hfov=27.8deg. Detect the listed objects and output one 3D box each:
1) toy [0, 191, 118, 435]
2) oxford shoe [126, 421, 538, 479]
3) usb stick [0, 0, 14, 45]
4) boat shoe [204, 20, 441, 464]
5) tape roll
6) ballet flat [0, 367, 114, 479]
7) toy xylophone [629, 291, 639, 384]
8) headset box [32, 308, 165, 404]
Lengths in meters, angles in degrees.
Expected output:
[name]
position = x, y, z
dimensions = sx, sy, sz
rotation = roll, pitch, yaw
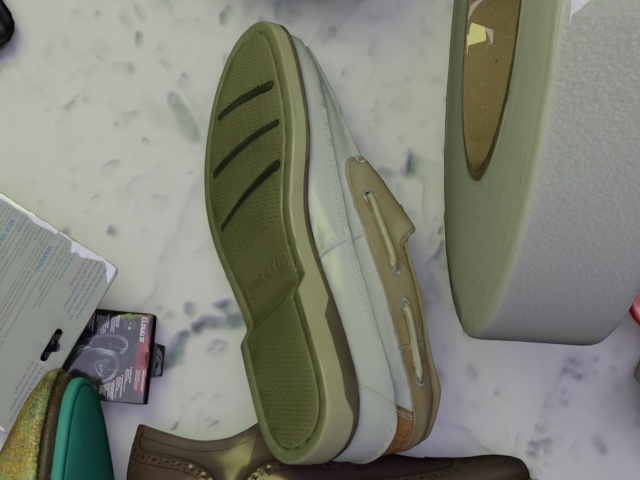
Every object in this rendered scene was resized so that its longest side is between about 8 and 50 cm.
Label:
[toy]
position = -0.261, 0.007, 0.854
dimensions = 0.237, 0.056, 0.137
rotation = 32, 102, -1
[oxford shoe]
position = 0.007, 0.150, 0.839
dimensions = 0.271, 0.097, 0.098
rotation = -4, 77, -3
[usb stick]
position = -0.342, -0.108, 0.879
dimensions = 0.278, 0.045, 0.077
rotation = -30, 92, -6
[boat shoe]
position = 0.000, 0.000, 0.849
dimensions = 0.103, 0.113, 0.302
rotation = 6, 65, -35
[tape roll]
position = 0.131, -0.134, 0.733
dimensions = 0.072, 0.392, 0.392
rotation = 5, 83, -3
[ballet flat]
position = -0.170, 0.250, 0.763
dimensions = 0.123, 0.123, 0.348
rotation = -11, 71, -4
[toy xylophone]
position = 0.325, 0.017, 0.873
dimensions = 0.236, 0.081, 0.322
rotation = 37, 83, 3
[headset box]
position = -0.147, 0.077, 0.870
dimensions = 0.083, 0.032, 0.062
rotation = 5, 83, -3
